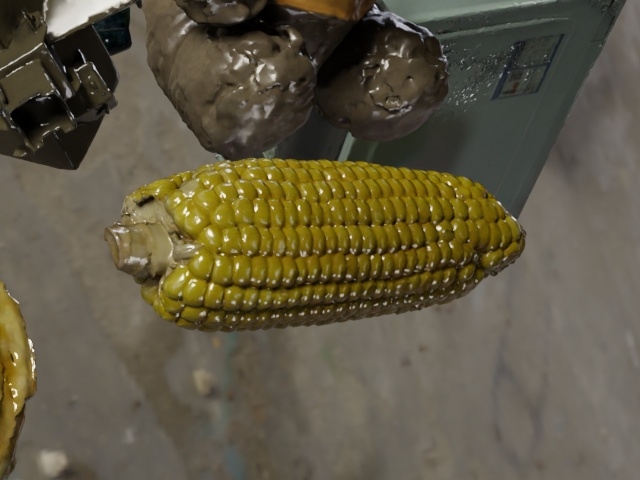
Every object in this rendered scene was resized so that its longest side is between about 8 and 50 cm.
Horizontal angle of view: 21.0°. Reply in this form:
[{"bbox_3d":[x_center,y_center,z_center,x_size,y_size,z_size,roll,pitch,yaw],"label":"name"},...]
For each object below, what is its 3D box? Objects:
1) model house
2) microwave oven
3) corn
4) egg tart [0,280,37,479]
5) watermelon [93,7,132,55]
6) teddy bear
[{"bbox_3d":[-0.226,-0.167,1.373,0.243,0.204,0.211,59,-3,48],"label":"model house"},{"bbox_3d":[0.064,-0.133,1.328,0.237,0.295,0.181,-11,54,-27],"label":"microwave oven"},{"bbox_3d":[0.000,0.000,1.188,0.322,0.119,0.119,-5,77,-35],"label":"corn"},{"bbox_3d":[-0.353,0.087,1.169,0.341,0.129,0.341,7,69,-18],"label":"egg tart"},{"bbox_3d":[-0.283,-0.253,1.592,0.136,0.202,0.207,-4,95,-47],"label":"watermelon"},{"bbox_3d":[-0.004,-0.140,0.761,0.140,0.190,0.177,44,34,25],"label":"teddy bear"}]
